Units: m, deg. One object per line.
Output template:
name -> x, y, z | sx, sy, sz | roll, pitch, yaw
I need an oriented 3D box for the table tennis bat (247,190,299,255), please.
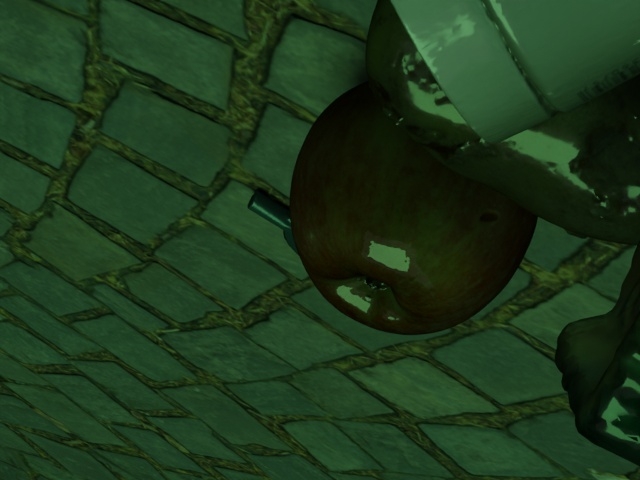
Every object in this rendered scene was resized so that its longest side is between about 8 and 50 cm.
table tennis bat -> 0.000, 0.000, 1.369 | 0.155, 0.019, 0.100 | 30, 154, -12

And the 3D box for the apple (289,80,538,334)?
apple -> 0.068, -0.026, 1.082 | 0.188, 0.174, 0.188 | 20, 151, 12

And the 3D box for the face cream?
face cream -> 0.116, -0.159, 0.740 | 0.153, 0.177, 0.177 | -28, 130, 17

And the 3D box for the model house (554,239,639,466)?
model house -> 0.370, 0.067, 0.680 | 0.445, 0.400, 0.395 | 28, 166, -1

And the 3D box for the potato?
potato -> 0.147, -0.091, 0.920 | 0.262, 0.165, 0.165 | 37, 152, -14
